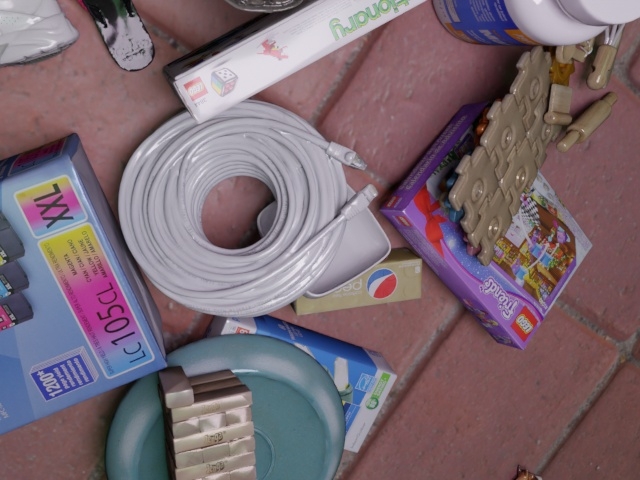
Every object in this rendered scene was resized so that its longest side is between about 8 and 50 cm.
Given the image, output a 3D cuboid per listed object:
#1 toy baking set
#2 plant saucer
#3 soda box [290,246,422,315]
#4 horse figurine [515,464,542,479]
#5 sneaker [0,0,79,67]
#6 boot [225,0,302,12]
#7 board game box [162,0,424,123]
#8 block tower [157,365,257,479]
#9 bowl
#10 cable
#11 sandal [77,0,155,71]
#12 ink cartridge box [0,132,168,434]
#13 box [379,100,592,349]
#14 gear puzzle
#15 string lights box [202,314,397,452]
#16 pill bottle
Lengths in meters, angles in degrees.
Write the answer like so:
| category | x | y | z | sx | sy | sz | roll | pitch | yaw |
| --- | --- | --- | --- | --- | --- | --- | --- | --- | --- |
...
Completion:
| category | x | y | z | sx | sy | sz | roll | pitch | yaw |
| --- | --- | --- | --- | --- | --- | --- | --- | --- | --- |
| toy baking set | 0.374 | -0.239 | 0.868 | 0.256 | 0.030 | 0.196 | -35 | 133 | -34 |
| plant saucer | -0.112 | 0.275 | 0.838 | 0.318 | 0.044 | 0.317 | -4 | 105 | -16 |
| soda box | 0.045 | 0.054 | 0.897 | 0.181 | 0.058 | 0.061 | -6 | 109 | -15 |
| horse figurine | 0.347 | 0.538 | 1.136 | 0.174 | 0.066 | 0.263 | 31 | 94 | -28 |
| sneaker | -0.383 | -0.220 | 0.677 | 0.232 | 0.090 | 0.115 | -26 | 106 | -17 |
| boot | -0.118 | -0.317 | 0.653 | 0.190 | 0.208 | 0.076 | 2 | 148 | -16 |
| board game box | -0.023 | -0.233 | 0.712 | 0.305 | 0.193 | 0.053 | -30 | 113 | -5 |
| block tower | -0.122 | 0.314 | 0.748 | 0.097 | 0.091 | 0.335 | -8 | 98 | -20 |
| bowl | 0.000 | 0.000 | 0.837 | 0.142 | 0.053 | 0.142 | -29 | 75 | -23 |
| cable | -0.097 | -0.040 | 0.758 | 0.257 | 0.089 | 0.257 | 38 | 83 | 9 |
| sandal | -0.240 | -0.273 | 0.718 | 0.067 | 0.040 | 0.179 | -30 | 113 | -5 |
| ink cartridge box | -0.408 | 0.082 | 0.725 | 0.396 | 0.151 | 0.270 | -22 | 112 | -7 |
| box | 0.240 | -0.016 | 0.905 | 0.293 | 0.057 | 0.201 | 46 | 73 | -23 |
| gear puzzle | 0.246 | -0.147 | 0.826 | 0.339 | 0.044 | 0.175 | -58 | 140 | -16 |
| string lights box | -0.042 | 0.191 | 0.903 | 0.260 | 0.077 | 0.133 | 21 | 100 | -21 |
| pill bottle | 0.247 | -0.296 | 0.729 | 0.152 | 0.272 | 0.152 | -5 | 108 | -15 |
